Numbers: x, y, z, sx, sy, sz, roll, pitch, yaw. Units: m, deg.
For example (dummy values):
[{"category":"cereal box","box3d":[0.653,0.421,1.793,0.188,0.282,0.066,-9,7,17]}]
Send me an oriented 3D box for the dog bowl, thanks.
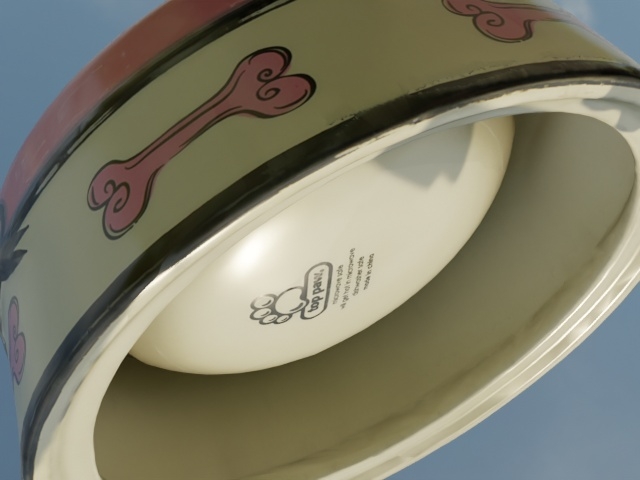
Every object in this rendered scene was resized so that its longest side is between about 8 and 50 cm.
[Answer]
[{"category":"dog bowl","box3d":[0.000,0.000,0.886,0.408,0.408,0.150,-11,-123,-34]}]
